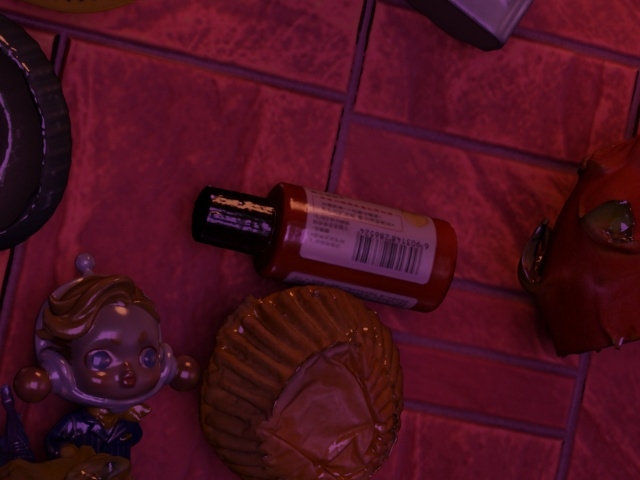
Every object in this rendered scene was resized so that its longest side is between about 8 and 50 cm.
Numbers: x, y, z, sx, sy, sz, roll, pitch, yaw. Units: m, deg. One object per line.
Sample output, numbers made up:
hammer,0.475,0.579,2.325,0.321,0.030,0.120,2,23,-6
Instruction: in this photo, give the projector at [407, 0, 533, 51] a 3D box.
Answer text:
projector,0.142,-0.355,1.986,0.250,0.108,0.198,35,82,-14

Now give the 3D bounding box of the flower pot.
flower pot,-0.341,-0.108,1.813,0.189,0.157,0.243,-8,94,-19

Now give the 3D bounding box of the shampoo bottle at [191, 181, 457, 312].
shampoo bottle,0.000,0.000,1.953,0.278,0.104,0.104,13,88,-18

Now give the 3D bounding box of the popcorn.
popcorn,-0.236,0.267,1.763,0.173,0.173,0.142,-24,124,-16

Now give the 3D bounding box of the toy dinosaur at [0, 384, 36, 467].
toy dinosaur,-0.311,0.223,1.872,0.045,0.080,0.197,-11,121,-16

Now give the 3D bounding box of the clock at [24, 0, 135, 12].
clock,-0.247,-0.364,1.824,0.293,0.071,0.277,37,106,-8

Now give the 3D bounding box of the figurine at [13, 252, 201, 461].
figurine,-0.217,0.162,1.886,0.194,0.133,0.274,-25,114,-25

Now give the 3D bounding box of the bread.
bread,-0.008,0.165,1.921,0.240,0.139,0.240,-13,115,-30

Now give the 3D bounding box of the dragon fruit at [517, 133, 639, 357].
dragon fruit,0.361,-0.012,1.984,0.305,0.305,0.225,-16,89,-17
